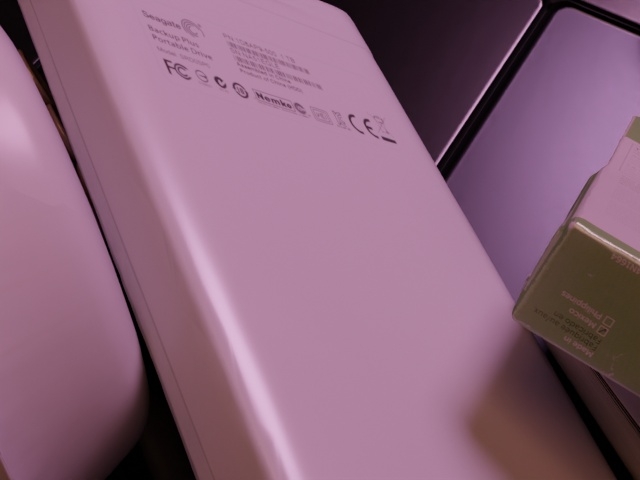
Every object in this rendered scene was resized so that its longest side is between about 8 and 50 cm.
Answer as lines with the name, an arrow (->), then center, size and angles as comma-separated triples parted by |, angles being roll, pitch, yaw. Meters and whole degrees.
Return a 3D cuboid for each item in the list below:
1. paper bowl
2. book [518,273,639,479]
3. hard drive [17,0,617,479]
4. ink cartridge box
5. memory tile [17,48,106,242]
paper bowl -> -0.168, 0.017, 0.450 | 0.148, 0.284, 0.284 | -23, 61, -17
book -> 0.176, 0.064, 0.548 | 0.096, 0.035, 0.144 | -19, 57, -19
hard drive -> 0.000, 0.000, 0.525 | 0.233, 0.047, 0.353 | 11, 44, -47
ink cartridge box -> 0.196, 0.022, 0.530 | 0.171, 0.056, 0.235 | 31, 23, 10
memory tile -> -0.107, -0.021, 0.558 | 0.012, 0.148, 0.113 | -31, 64, -4
